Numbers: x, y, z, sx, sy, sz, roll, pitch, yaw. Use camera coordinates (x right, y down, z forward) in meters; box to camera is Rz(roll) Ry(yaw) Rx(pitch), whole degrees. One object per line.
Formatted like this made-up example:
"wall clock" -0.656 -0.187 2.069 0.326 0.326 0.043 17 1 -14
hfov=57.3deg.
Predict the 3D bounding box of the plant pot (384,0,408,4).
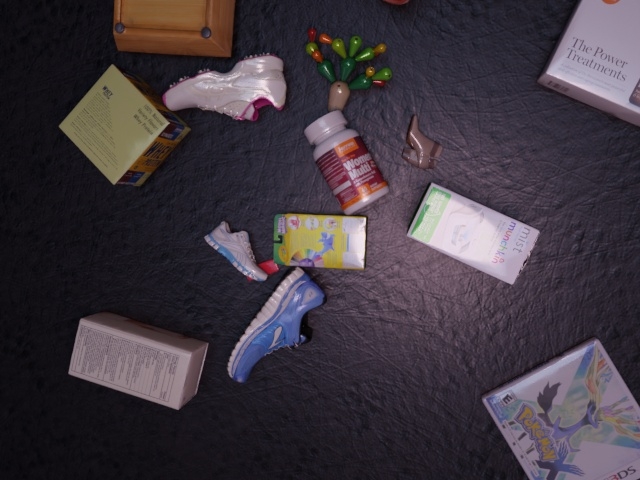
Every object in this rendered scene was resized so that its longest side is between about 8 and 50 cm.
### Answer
"plant pot" 0.169 -0.700 1.238 0.272 0.272 0.265 40 91 4

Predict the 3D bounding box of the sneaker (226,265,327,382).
"sneaker" -0.103 0.227 1.402 0.147 0.130 0.330 36 107 -2

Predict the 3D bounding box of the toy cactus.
"toy cactus" 0.055 -0.388 1.361 0.219 0.112 0.181 20 116 4

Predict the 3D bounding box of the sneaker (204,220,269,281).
"sneaker" -0.192 0.023 1.431 0.190 0.071 0.083 39 89 9

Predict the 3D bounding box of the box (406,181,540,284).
"box" 0.314 -0.027 1.253 0.231 0.262 0.127 25 98 5

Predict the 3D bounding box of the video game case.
"video game case" 0.588 0.436 1.359 0.300 0.036 0.329 -31 89 10

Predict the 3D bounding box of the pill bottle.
"pill bottle" 0.057 -0.180 1.352 0.121 0.121 0.221 -30 90 10

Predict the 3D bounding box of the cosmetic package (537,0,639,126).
"cosmetic package" 0.708 -0.402 1.249 0.377 0.097 0.284 25 95 6

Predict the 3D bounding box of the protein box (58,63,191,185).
"protein box" -0.468 -0.272 1.419 0.200 0.136 0.201 46 100 4

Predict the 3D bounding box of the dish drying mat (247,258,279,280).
"dish drying mat" -0.146 0.073 1.460 0.083 0.008 0.032 -20 90 9

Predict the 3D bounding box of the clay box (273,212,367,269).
"clay box" 0.000 0.000 1.409 0.222 0.053 0.128 3 96 10

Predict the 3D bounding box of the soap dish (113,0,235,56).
"soap dish" -0.350 -0.563 1.388 0.290 0.118 0.229 5 95 7

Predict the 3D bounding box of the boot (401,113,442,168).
"boot" 0.241 -0.226 1.364 0.087 0.042 0.119 14 97 1

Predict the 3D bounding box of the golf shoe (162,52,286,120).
"golf shoe" -0.225 -0.341 1.391 0.306 0.115 0.140 -14 95 11

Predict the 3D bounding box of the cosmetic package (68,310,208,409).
"cosmetic package" -0.451 0.293 1.463 0.296 0.129 0.153 17 95 8
